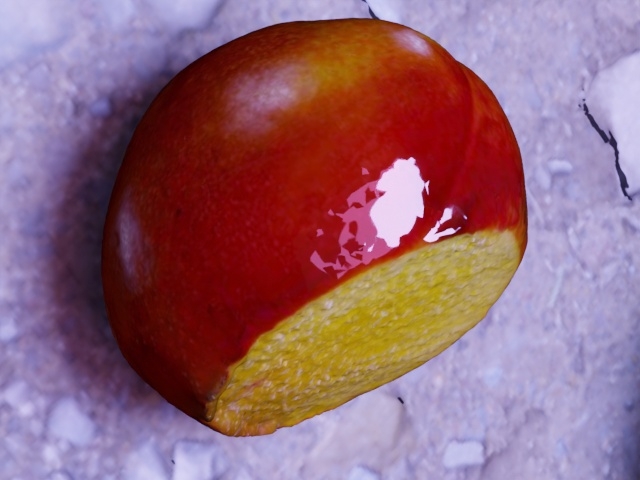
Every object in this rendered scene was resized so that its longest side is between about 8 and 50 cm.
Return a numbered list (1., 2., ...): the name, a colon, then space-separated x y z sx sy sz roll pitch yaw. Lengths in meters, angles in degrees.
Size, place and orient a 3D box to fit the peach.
1. peach: 0.000 0.000 0.700 0.190 0.190 0.192 24 61 -30
